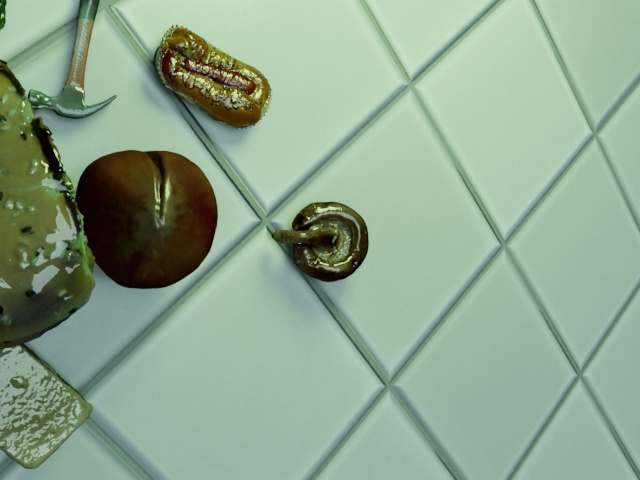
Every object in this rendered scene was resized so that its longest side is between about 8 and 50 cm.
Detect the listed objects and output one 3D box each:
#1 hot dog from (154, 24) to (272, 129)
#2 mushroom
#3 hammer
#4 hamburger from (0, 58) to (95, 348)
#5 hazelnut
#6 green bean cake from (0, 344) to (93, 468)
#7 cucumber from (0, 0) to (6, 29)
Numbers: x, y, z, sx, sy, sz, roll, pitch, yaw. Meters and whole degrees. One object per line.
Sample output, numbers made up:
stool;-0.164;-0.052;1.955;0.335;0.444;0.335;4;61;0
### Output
hot dog;-0.161;-0.243;0.972;0.191;0.059;0.108;25;74;-28
mushroom;-0.001;0.000;1.063;0.170;0.080;0.135;9;74;-31
hammer;-0.322;-0.307;0.882;0.111;0.033;0.288;10;86;-31
hamburger;-0.410;-0.022;0.712;0.277;0.195;0.318;-26;87;-16
hazelnut;-0.226;-0.030;0.848;0.208;0.208;0.208;-1;91;-32
green bean cake;-0.395;0.195;0.817;0.109;0.085;0.179;-48;113;-20
cucumber;-0.415;-0.366;0.810;0.058;0.058;0.187;10;85;-32
